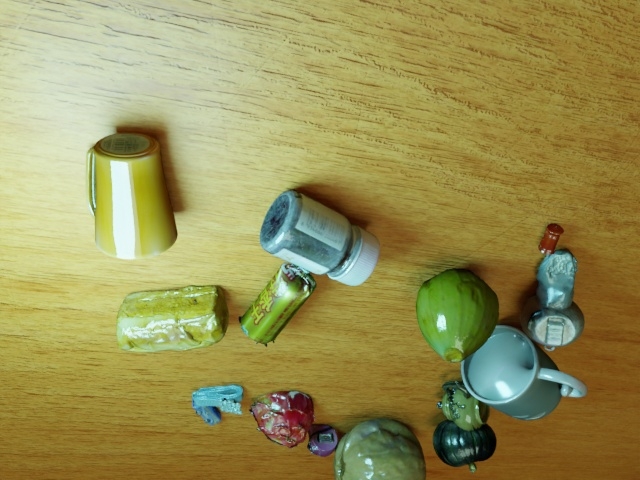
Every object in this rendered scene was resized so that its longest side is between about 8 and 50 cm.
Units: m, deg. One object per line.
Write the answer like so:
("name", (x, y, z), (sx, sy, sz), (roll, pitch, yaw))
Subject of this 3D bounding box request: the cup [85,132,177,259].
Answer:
("cup", (-0.436, -0.102, 1.112), (0.226, 0.182, 0.264), (20, 126, 17))

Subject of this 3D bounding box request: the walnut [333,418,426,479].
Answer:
("walnut", (0.234, 0.905, 1.993), (0.384, 0.383, 0.383), (-3, 132, -4))

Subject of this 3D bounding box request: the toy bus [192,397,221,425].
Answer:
("toy bus", (-0.420, 0.626, 1.834), (0.061, 0.051, 0.153), (-23, 131, -3))

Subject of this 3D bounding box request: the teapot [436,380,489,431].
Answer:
("teapot", (0.525, 0.618, 1.879), (0.183, 0.173, 0.269), (-10, 127, 36))

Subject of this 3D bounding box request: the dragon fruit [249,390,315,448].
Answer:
("dragon fruit", (-0.125, 0.645, 1.835), (0.262, 0.163, 0.189), (19, 100, -21))

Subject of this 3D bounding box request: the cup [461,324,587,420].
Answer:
("cup", (0.687, 0.454, 1.631), (0.357, 0.259, 0.274), (-1, 151, 47))

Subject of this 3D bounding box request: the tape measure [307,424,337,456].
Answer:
("tape measure", (0.005, 0.805, 2.001), (0.125, 0.118, 0.074), (1, 134, -12))

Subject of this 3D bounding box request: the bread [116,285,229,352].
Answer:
("bread", (-0.412, 0.223, 1.388), (0.294, 0.166, 0.132), (-8, 132, 0))

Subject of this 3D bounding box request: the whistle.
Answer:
("whistle", (0.712, 0.180, 1.519), (0.189, 0.189, 0.347), (-5, 110, -2))

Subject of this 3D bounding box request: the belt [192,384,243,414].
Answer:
("belt", (-0.362, 0.562, 1.751), (0.179, 0.100, 0.065), (-4, 129, 0))

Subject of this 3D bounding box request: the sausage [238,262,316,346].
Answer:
("sausage", (-0.108, 0.168, 1.402), (0.117, 0.125, 0.317), (-17, 152, -52))

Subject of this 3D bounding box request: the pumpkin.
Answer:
("pumpkin", (0.584, 0.823, 2.007), (0.250, 0.216, 0.250), (-14, 157, -6))

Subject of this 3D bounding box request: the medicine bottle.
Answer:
("medicine bottle", (0.000, 0.000, 1.239), (0.273, 0.165, 0.165), (27, 124, -28))

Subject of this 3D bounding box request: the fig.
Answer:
("fig", (0.387, 0.220, 1.413), (0.239, 0.271, 0.239), (9, 146, 6))

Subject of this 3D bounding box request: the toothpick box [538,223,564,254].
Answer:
("toothpick box", (0.645, -0.005, 1.390), (0.047, 0.047, 0.083), (-3, 131, -4))
